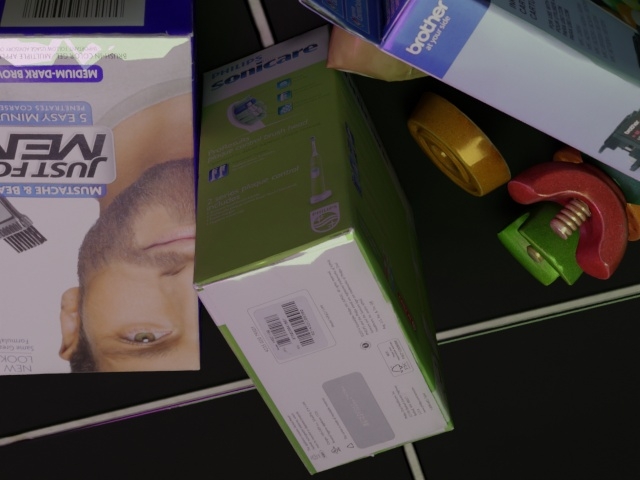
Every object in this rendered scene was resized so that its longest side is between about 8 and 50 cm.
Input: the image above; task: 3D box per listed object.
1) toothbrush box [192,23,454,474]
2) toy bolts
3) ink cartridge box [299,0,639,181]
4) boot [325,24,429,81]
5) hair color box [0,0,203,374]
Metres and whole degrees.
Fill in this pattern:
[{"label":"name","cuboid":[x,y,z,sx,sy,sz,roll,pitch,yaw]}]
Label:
[{"label":"toothbrush box","cuboid":[0.000,0.000,0.986,0.122,0.283,0.206,-19,127,12]},{"label":"toy bolts","cuboid":[0.205,-0.079,1.014,0.158,0.228,0.218,-44,96,-6]},{"label":"ink cartridge box","cuboid":[0.134,-0.132,0.766,0.311,0.186,0.065,22,123,-15]},{"label":"boot","cuboid":[0.043,-0.230,0.883,0.236,0.089,0.270,-13,136,-29]},{"label":"hair color box","cuboid":[-0.191,-0.045,1.053,0.185,0.110,0.339,-1,129,-4]}]
